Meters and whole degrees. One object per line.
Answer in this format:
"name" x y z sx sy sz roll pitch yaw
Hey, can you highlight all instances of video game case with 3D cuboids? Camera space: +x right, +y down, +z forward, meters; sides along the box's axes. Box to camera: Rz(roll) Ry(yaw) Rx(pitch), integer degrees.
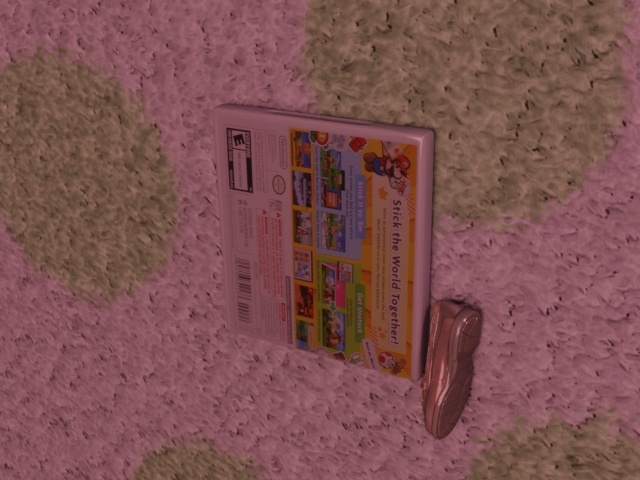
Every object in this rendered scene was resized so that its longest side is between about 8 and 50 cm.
"video game case" 0.000 0.000 0.799 0.206 0.026 0.227 11 115 27

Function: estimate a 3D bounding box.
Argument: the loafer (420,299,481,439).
"loafer" 0.107 0.110 0.776 0.039 0.045 0.125 27 117 39
